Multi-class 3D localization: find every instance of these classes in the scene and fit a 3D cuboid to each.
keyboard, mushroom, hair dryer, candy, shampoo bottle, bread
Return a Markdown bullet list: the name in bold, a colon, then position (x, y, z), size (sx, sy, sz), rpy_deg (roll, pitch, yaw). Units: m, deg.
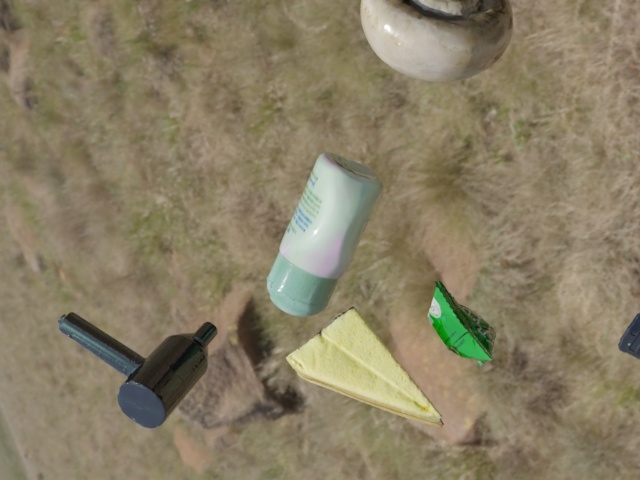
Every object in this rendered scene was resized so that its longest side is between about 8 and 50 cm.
- **keyboard**: position (0.855, 0.188, 2.196), size (0.262, 0.106, 0.016), rpy_deg (-63, 2, 19)
- **mushroom**: position (0.173, -0.333, 1.268), size (0.226, 0.226, 0.178), rpy_deg (50, 139, 34)
- **hair dryer**: position (-0.379, 0.211, 1.789), size (0.302, 0.244, 0.116), rpy_deg (34, 127, 3)
- **candy**: position (0.227, 0.142, 1.405), size (0.141, 0.078, 0.203), rpy_deg (43, 179, 15)
- **shampoo bottle**: position (0.000, 0.000, 1.846), size (0.349, 0.151, 0.222), rpy_deg (-65, 17, 15)
- **bread**: position (0.079, 0.270, 1.572), size (0.264, 0.163, 0.167), rpy_deg (51, 175, 21)
